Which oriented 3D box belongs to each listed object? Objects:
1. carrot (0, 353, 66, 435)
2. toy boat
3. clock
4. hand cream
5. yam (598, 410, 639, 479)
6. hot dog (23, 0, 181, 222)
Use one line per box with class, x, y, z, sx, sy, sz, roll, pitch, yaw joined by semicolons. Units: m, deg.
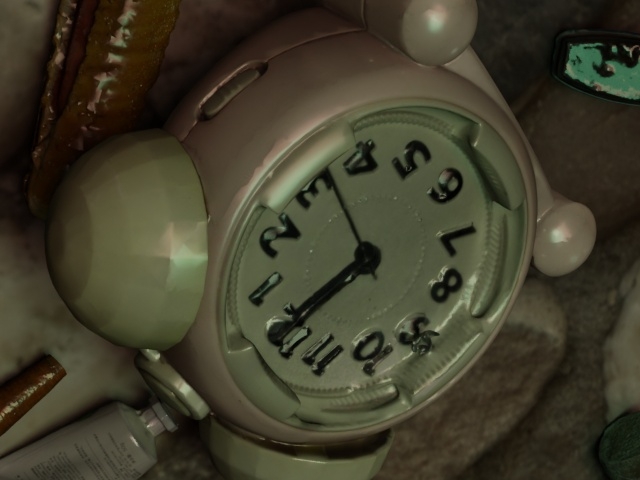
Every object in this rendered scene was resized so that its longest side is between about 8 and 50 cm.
carrot;-0.223;0.116;1.104;0.093;0.032;0.032;-38;113;-21
toy boat;0.259;-0.141;1.277;0.140;0.066;0.059;11;106;1
clock;0.000;0.000;1.094;0.326;0.184;0.342;-46;124;-12
hand cream;-0.170;0.161;1.134;0.142;0.053;0.084;-33;111;-1
yam;0.300;0.229;1.358;0.068;0.068;0.169;-36;114;-16
hot dog;-0.140;-0.146;1.079;0.083;0.068;0.289;13;92;-34
